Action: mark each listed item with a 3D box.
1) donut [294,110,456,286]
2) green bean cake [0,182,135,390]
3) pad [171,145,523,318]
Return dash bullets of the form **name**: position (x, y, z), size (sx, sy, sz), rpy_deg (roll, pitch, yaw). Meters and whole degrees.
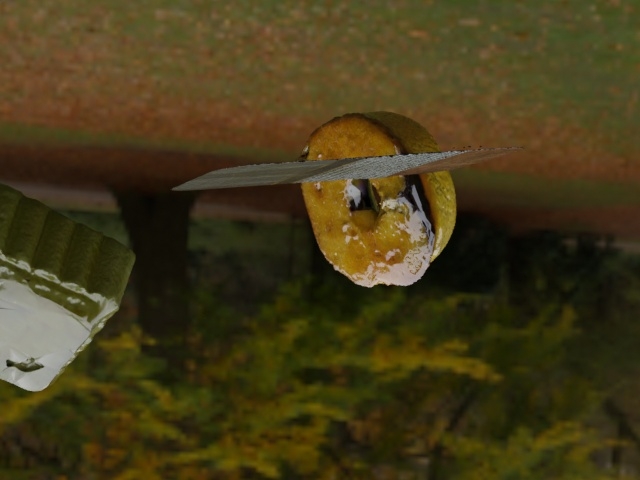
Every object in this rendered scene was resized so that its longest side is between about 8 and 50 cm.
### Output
- **donut**: position (0.077, -0.058, 2.050), size (0.253, 0.253, 0.118), rpy_deg (3, -164, 44)
- **green bean cake**: position (-0.380, 0.064, 1.856), size (0.233, 0.124, 0.236), rpy_deg (29, 133, -17)
- **pad**: position (-0.005, -0.022, 1.227), size (0.250, 0.055, 0.323), rpy_deg (-6, 159, -21)
